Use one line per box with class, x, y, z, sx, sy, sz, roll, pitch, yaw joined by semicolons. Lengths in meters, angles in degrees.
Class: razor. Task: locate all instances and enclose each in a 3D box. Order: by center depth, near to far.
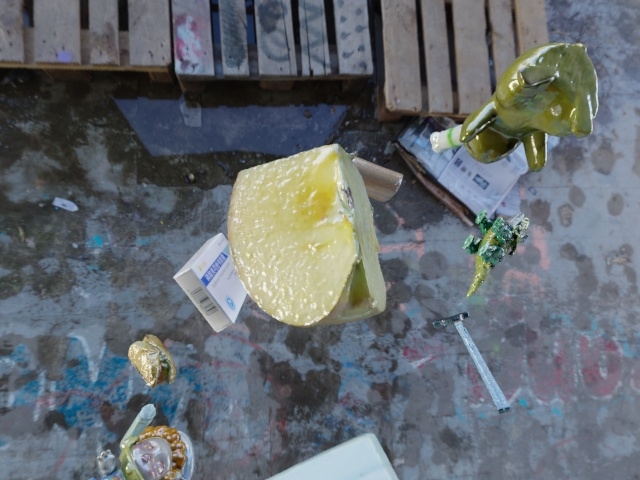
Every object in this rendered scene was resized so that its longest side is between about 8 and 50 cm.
razor;0.239;0.181;0.635;0.066;0.190;0.033;-17;126;2

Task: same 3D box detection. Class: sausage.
sausage;0.167;-0.224;1.461;0.253;0.123;0.123;18;80;-12

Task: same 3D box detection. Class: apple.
apple;0.000;0.000;0.742;0.314;0.252;0.308;0;75;-26

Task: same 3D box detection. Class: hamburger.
hamburger;-0.655;0.454;1.586;0.124;0.262;0.130;1;108;-48

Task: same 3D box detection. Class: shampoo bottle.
shampoo bottle;-0.615;0.633;1.358;0.049;0.072;0.212;38;116;4

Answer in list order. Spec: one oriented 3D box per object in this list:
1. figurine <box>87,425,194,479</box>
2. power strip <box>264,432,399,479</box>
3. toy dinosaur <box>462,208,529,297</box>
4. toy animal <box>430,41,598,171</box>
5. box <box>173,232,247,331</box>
figurine;-0.567;0.682;1.170;0.382;0.224;0.205;9;118;-40
power strip;0.043;0.337;0.387;0.140;0.224;0.139;-17;127;-14
toy dinosaur;0.430;0.030;1.034;0.153;0.094;0.259;29;98;-32
toy animal;0.372;-0.225;0.827;0.181;0.363;0.180;25;63;-7
box;-0.313;0.114;1.254;0.065;0.343;0.200;-31;104;10
